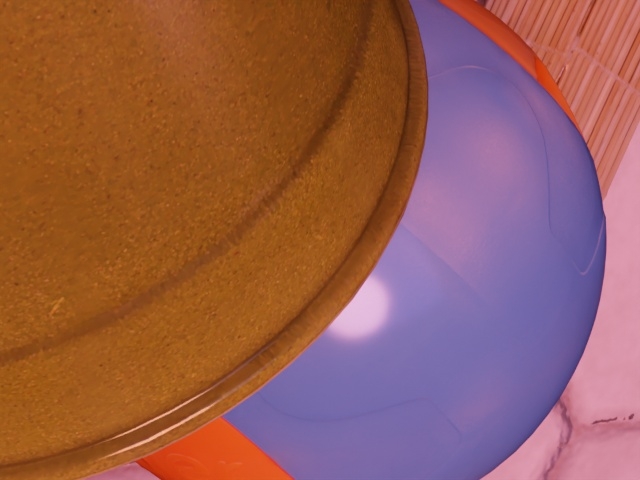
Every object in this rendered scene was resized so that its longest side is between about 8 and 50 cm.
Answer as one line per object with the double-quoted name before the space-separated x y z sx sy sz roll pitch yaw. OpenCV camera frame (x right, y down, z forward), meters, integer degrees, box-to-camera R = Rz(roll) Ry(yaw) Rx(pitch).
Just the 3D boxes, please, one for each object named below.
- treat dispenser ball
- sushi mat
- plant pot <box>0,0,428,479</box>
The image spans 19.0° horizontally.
"treat dispenser ball" 0.000 0.000 0.969 0.288 0.288 0.288 -10 111 -27
"sushi mat" 0.124 -0.051 1.184 0.151 0.019 0.317 21 94 -32
"plant pot" -0.164 -0.148 0.710 0.366 0.366 0.353 -37 145 -15
